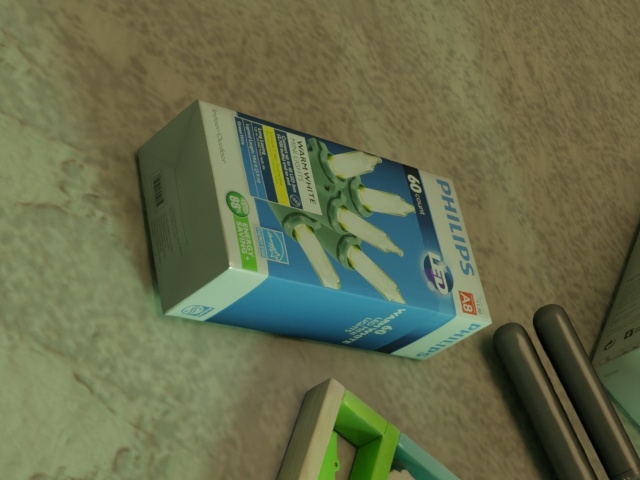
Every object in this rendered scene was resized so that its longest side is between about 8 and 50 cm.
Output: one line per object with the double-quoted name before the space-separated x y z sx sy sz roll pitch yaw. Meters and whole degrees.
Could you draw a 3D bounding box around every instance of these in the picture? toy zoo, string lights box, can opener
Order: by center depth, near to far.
"toy zoo" 0.081 0.251 0.893 0.293 0.030 0.192 41 40 -18
"string lights box" 0.000 0.000 0.946 0.260 0.077 0.133 13 54 -42
"can opener" 0.228 0.190 1.078 0.280 0.074 0.093 64 5 6

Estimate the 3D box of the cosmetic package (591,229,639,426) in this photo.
"cosmetic package" 0.416 0.058 1.290 0.197 0.155 0.365 47 40 -11
